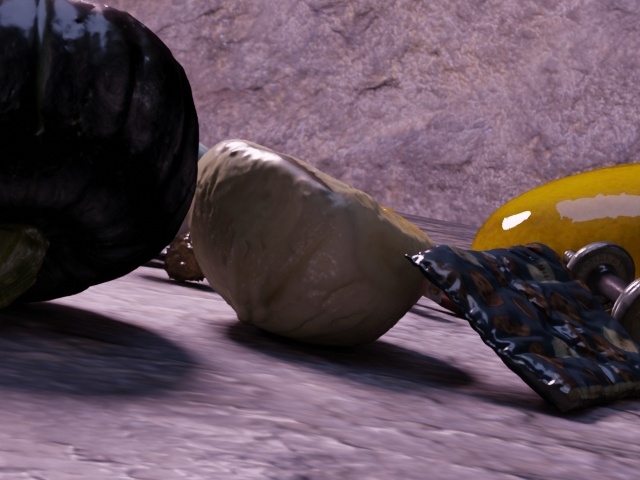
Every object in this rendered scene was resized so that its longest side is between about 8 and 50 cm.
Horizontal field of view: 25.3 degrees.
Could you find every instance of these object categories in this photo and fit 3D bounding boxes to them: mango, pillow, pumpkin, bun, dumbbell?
[{"bbox_3d":[0.372,0.008,1.706,0.445,0.221,0.301,1,5,-27],"label":"mango"},{"bbox_3d":[0.194,0.069,1.222,0.189,0.034,0.255,46,24,24],"label":"pillow"},{"bbox_3d":[-0.233,-0.050,1.114,0.295,0.296,0.296,10,5,-1],"label":"pumpkin"},{"bbox_3d":[-0.023,0.010,1.250,0.243,0.153,0.244,30,-3,2],"label":"bun"},{"bbox_3d":[0.304,0.055,1.423,0.110,0.110,0.254,8,15,-17],"label":"dumbbell"}]

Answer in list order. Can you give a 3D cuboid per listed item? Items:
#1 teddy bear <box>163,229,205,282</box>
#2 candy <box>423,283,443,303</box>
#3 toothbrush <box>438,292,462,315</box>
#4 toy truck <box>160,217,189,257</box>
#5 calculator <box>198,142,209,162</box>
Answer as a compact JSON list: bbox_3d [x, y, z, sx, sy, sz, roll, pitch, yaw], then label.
[{"bbox_3d":[-0.085,-0.021,1.562,0.251,0.129,0.182,3,51,-58],"label":"teddy bear"},{"bbox_3d":[0.073,0.049,1.621,0.053,0.046,0.182,2,3,-37],"label":"candy"},{"bbox_3d":[0.184,0.073,1.589,0.364,0.041,0.041,14,6,43],"label":"toothbrush"},{"bbox_3d":[-0.233,-0.044,1.702,0.136,0.111,0.286,9,7,-25],"label":"toy truck"},{"bbox_3d":[-0.239,-0.081,1.875,0.298,0.185,0.041,18,47,-7],"label":"calculator"}]
